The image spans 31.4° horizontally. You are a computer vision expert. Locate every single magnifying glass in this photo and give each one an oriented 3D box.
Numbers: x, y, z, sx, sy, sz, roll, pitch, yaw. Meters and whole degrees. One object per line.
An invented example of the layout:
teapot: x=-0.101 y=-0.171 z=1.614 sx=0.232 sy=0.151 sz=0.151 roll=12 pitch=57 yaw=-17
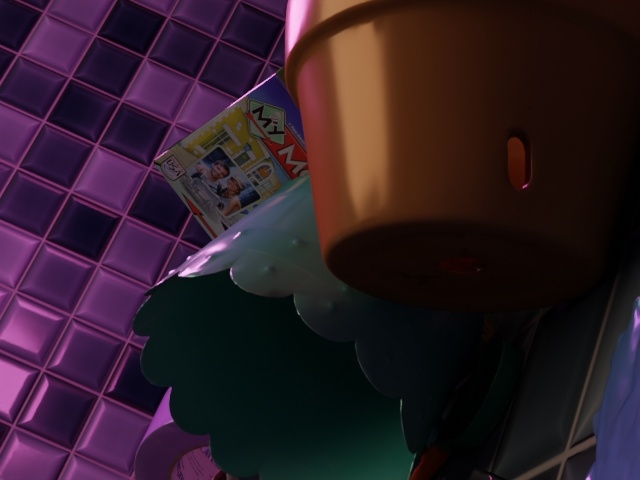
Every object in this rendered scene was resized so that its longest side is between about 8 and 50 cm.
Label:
magnifying glass: x=0.122 y=0.166 z=1.005 sx=0.092 sy=0.026 sz=0.231 roll=-66 pitch=3 yaw=-40

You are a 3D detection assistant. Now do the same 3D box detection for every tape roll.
tape roll: x=-0.076 y=0.273 z=1.345 sx=0.090 sy=0.275 sz=0.275 roll=-68 pitch=3 yaw=-50

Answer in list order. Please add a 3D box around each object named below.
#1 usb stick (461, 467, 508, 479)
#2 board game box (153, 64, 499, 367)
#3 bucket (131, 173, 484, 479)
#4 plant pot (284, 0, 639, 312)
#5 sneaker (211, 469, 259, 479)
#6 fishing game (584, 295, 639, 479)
usb stick: x=0.063 y=0.282 z=0.734 sx=0.077 sy=0.045 sz=0.278 roll=121 pitch=173 yaw=-84
board game box: x=0.000 y=0.000 z=1.108 sx=0.213 sy=0.317 sz=0.046 roll=-28 pitch=13 yaw=46
bucket: x=-0.002 y=0.088 z=1.001 sx=0.183 sy=0.281 sz=0.281 roll=-47 pitch=-11 yaw=-40
plant pot: x=0.111 y=-0.071 z=0.841 sx=0.291 sy=0.291 sz=0.203 roll=118 pitch=159 yaw=-68
sneaker: x=-0.051 y=0.299 z=1.239 sx=0.112 sy=0.131 sz=0.319 roll=-42 pitch=-41 yaw=-47
fishing game: x=0.162 y=0.087 z=0.530 sx=0.189 sy=0.041 sz=0.264 roll=-69 pitch=-5 yaw=-68
